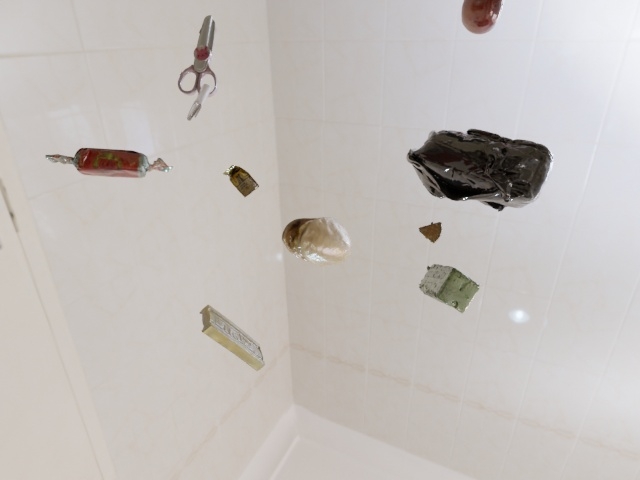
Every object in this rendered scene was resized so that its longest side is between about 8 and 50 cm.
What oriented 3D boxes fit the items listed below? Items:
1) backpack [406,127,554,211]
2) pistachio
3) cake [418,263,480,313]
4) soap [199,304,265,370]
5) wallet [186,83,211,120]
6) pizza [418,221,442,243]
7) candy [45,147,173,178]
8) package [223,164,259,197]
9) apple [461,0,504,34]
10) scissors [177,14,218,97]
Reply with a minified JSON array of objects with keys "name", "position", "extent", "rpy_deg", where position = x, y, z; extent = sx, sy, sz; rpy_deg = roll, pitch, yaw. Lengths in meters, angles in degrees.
[{"name":"backpack","position":[0.508,-0.238,1.412],"extent":[0.446,0.254,0.363],"rpy_deg":[24,-173,21]},{"name":"pistachio","position":[0.000,0.000,1.566],"extent":[0.188,0.187,0.299],"rpy_deg":[22,-179,38]},{"name":"cake","position":[0.367,0.135,1.245],"extent":[0.099,0.100,0.235],"rpy_deg":[32,179,-2]},{"name":"soap","position":[-0.251,0.285,1.233],"extent":[0.037,0.252,0.092],"rpy_deg":[-36,-142,6]},{"name":"wallet","position":[-0.309,-0.350,1.080],"extent":[0.025,0.061,0.122],"rpy_deg":[32,-148,-25]},{"name":"pizza","position":[0.376,-0.031,1.454],"extent":[0.078,0.025,0.083],"rpy_deg":[18,-107,27]},{"name":"candy","position":[-0.530,-0.195,1.082],"extent":[0.293,0.059,0.086],"rpy_deg":[1,168,-19]},{"name":"package","position":[-0.311,-0.237,1.670],"extent":[0.071,0.131,0.047],"rpy_deg":[-37,-168,33]},{"name":"apple","position":[0.516,-0.741,1.357],"extent":[0.120,0.153,0.153],"rpy_deg":[17,-149,16]},{"name":"scissors","position":[-0.342,-0.539,1.245],"extent":[0.118,0.241,0.030],"rpy_deg":[10,177,7]}]
